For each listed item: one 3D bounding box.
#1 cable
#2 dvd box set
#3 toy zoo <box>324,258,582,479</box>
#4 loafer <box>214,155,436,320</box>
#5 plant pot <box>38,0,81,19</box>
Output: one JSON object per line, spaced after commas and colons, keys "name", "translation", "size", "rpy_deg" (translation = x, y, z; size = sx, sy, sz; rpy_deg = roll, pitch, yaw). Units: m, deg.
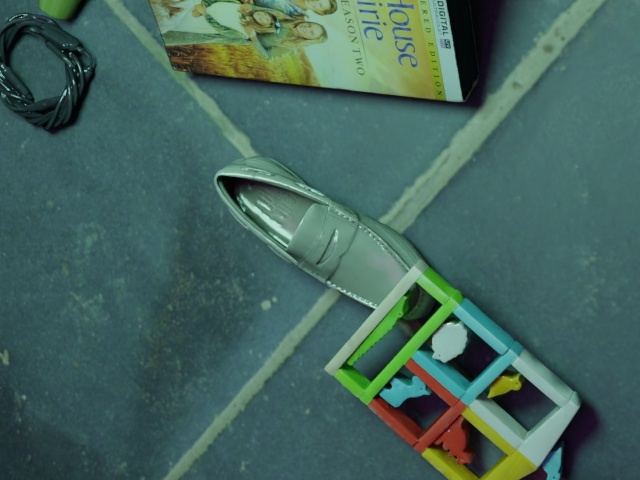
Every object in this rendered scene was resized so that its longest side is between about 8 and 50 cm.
{"name": "cable", "translation": [-0.414, -0.248, 1.644], "size": [0.184, 0.047, 0.150], "rpy_deg": [31, 113, 20]}
{"name": "dvd box set", "translation": [-0.034, -0.317, 1.325], "size": [0.420, 0.062, 0.307], "rpy_deg": [11, 138, 26]}
{"name": "toy zoo", "translation": [0.170, 0.184, 1.333], "size": [0.293, 0.030, 0.192], "rpy_deg": [42, 119, 4]}
{"name": "loafer", "translation": [0.000, 0.000, 1.399], "size": [0.319, 0.111, 0.112], "rpy_deg": [32, 108, 22]}
{"name": "plant pot", "translation": [-0.362, -0.358, 1.589], "size": [0.083, 0.083, 0.079], "rpy_deg": [41, 124, 19]}
